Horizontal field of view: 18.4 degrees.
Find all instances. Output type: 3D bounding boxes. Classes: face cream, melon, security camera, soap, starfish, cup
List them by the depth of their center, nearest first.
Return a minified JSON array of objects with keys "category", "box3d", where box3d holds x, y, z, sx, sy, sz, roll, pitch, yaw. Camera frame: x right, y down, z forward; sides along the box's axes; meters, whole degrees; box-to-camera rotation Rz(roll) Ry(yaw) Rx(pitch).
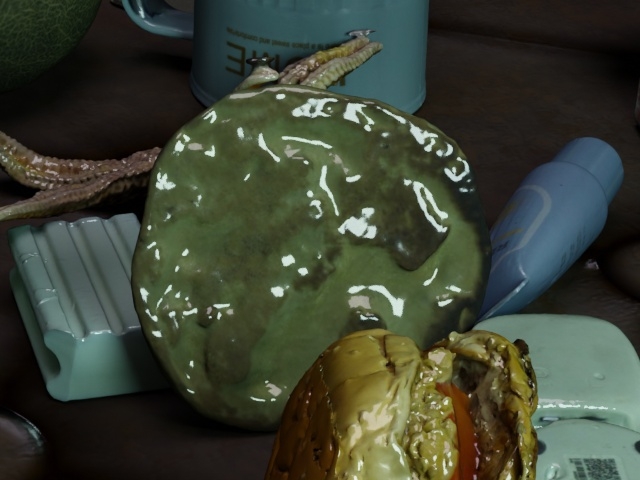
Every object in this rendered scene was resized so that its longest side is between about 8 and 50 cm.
[{"category":"security camera","box3d":[0.190,0.161,1.485,0.157,0.080,0.301,2,31,-8]},{"category":"soap","box3d":[-0.188,0.052,1.659,0.119,0.066,0.198,-7,30,-16]},{"category":"face cream","box3d":[0.188,0.004,1.758,0.086,0.135,0.385,47,33,-1]},{"category":"starfish","box3d":[-0.142,-0.110,1.831,0.398,0.132,0.384,-11,3,6]},{"category":"melon","box3d":[-0.354,-0.275,2.076,0.237,0.237,0.301,14,26,19]},{"category":"cup","box3d":[-0.029,-0.317,2.107,0.257,0.311,0.331,-20,36,-37]}]

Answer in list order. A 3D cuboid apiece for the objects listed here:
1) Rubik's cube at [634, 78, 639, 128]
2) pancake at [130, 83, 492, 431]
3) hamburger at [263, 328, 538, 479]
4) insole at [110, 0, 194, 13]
[{"category":"Rubik's cube","box3d":[0.475,-0.179,1.966,0.256,0.253,0.259,1,29,-6]},{"category":"pancake","box3d":[-0.007,0.010,1.552,0.294,0.294,0.049,-2,9,-10]},{"category":"hamburger","box3d":[0.046,0.169,1.298,0.163,0.244,0.244,13,28,-3]},{"category":"insole","box3d":[-0.130,-0.270,2.326,0.248,0.011,0.081,13,31,19]}]
